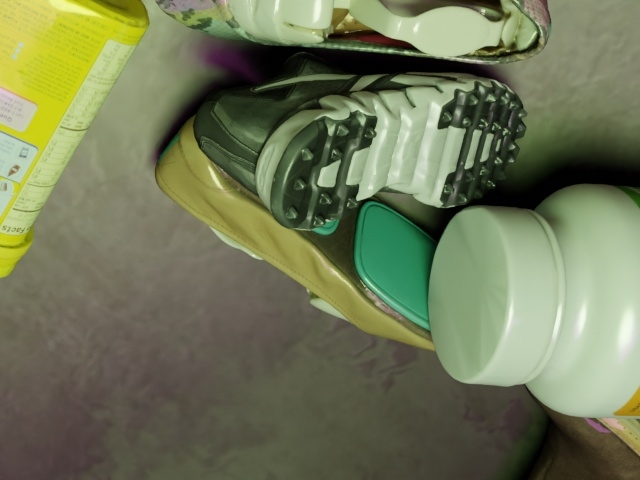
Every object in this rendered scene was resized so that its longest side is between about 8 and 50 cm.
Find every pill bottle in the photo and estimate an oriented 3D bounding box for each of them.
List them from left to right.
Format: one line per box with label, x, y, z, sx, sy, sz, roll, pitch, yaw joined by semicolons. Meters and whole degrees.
pill bottle;0.195;0.037;0.889;0.246;0.136;0.136;4;121;-22

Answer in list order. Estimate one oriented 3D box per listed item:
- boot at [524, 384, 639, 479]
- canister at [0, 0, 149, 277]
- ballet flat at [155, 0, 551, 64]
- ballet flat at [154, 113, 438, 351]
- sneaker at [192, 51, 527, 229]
boot;0.155;0.194;1.024;0.207;0.090;0.248;-38;123;11
canister;-0.183;-0.078;0.810;0.126;0.073;0.170;25;112;-23
ballet flat;0.021;-0.130;0.809;0.222;0.079;0.076;4;119;-12
ballet flat;0.000;0.000;0.902;0.232;0.080;0.073;38;136;-25
sneaker;0.023;-0.065;0.826;0.234;0.106;0.078;-12;124;-49
